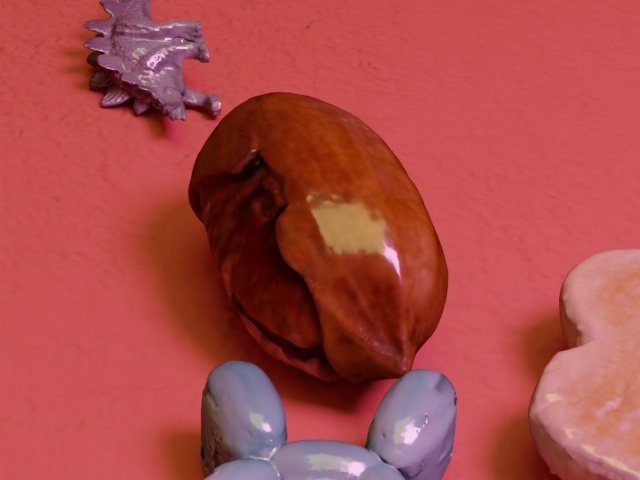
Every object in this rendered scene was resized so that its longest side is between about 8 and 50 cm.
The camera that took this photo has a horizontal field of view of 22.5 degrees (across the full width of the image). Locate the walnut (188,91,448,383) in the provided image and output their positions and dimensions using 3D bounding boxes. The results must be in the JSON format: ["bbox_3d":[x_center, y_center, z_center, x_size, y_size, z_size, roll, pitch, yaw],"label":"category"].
[{"bbox_3d":[0.000,0.000,0.835,0.115,0.116,0.207,-14,46,-21],"label":"walnut"}]

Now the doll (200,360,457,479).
[{"bbox_3d":[0.016,0.119,0.705,0.159,0.059,0.158,7,34,4],"label":"doll"}]

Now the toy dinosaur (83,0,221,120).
[{"bbox_3d":[-0.116,-0.132,1.059,0.082,0.039,0.209,-5,36,-9],"label":"toy dinosaur"}]

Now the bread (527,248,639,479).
[{"bbox_3d":[0.249,0.091,0.763,0.316,0.054,0.316,2,36,-2],"label":"bread"}]
